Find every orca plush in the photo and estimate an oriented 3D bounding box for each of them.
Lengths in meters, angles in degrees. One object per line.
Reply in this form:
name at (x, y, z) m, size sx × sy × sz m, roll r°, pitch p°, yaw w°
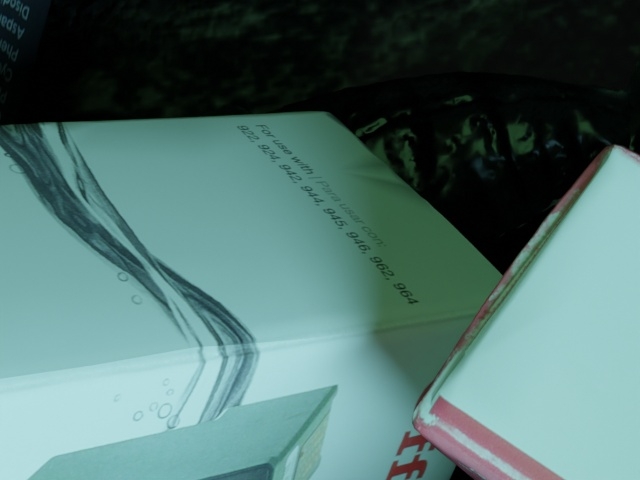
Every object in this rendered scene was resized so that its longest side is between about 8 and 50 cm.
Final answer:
orca plush at (0.000, 0.000, 0.562) m, size 0.287 × 0.102 × 0.151 m, roll -9°, pitch 73°, yaw 17°

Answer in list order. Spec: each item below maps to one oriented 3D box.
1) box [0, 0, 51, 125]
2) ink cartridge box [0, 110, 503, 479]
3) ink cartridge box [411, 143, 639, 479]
box at (-0.276, -0.122, 0.575) m, size 0.293 × 0.212 × 0.395 m, roll 10°, pitch 82°, yaw 21°
ink cartridge box at (-0.099, 0.077, 0.435) m, size 0.115 × 0.273 × 0.198 m, roll 45°, pitch 128°, yaw 38°
ink cartridge box at (0.134, 0.078, 0.432) m, size 0.158 × 0.218 × 0.092 m, roll 33°, pitch 83°, yaw 23°
